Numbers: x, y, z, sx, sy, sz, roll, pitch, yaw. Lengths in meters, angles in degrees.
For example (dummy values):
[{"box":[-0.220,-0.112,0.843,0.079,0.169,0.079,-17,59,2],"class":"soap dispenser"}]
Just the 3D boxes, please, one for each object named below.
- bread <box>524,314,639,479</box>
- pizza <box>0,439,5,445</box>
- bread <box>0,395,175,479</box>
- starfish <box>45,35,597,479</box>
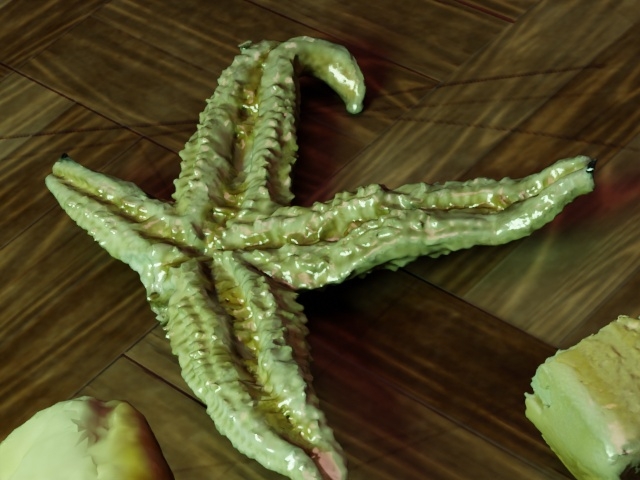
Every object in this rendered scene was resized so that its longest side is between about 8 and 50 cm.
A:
[{"box":[0.193,0.102,1.144,0.125,0.082,0.106,-17,51,-16],"class":"bread"},{"box":[-0.258,0.182,1.219,0.161,0.062,0.182,21,55,42],"class":"pizza"},{"box":[-0.117,0.318,0.786,0.279,0.371,0.390,-22,44,-1],"class":"bread"},{"box":[0.000,0.000,1.311,0.324,0.082,0.432,-28,37,-18],"class":"starfish"}]
